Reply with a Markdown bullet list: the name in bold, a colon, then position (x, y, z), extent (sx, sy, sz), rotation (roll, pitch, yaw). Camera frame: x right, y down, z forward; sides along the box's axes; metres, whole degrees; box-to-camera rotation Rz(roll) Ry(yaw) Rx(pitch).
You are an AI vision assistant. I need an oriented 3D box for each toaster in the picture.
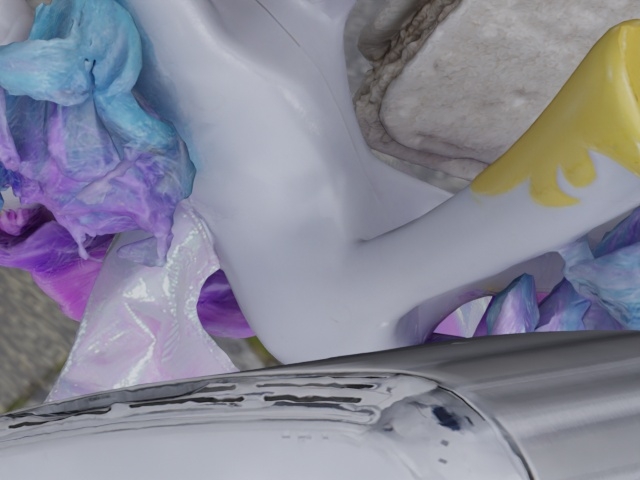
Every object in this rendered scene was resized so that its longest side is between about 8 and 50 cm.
- **toaster**: position (0.004, 0.086, 0.393), extent (0.146, 0.227, 0.129), rotation (1, 80, -57)

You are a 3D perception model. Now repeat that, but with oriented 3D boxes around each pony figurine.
- **pony figurine**: position (0.000, 0.000, 0.654), extent (0.351, 0.363, 0.303), rotation (57, 45, -11)

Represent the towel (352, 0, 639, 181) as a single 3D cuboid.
- **towel**: position (0.149, -0.105, 0.668), extent (0.187, 0.049, 0.282), rotation (16, 137, -34)
